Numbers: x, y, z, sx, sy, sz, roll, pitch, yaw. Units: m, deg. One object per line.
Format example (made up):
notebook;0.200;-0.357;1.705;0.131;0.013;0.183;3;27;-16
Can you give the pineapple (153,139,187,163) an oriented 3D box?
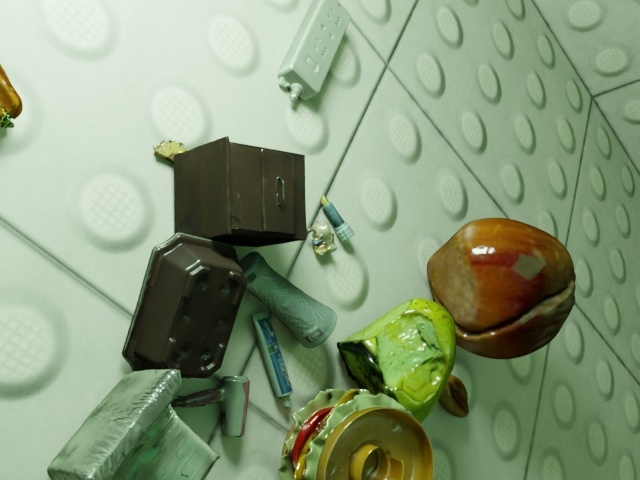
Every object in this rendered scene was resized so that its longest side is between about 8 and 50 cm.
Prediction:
pineapple;-0.272;-0.165;1.212;0.083;0.019;0.045;24;68;-39

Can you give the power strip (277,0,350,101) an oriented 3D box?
power strip;-0.014;-0.452;1.519;0.098;0.058;0.338;40;54;-30

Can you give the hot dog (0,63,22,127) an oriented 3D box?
hot dog;-0.513;-0.249;0.969;0.072;0.055;0.188;-36;105;-41

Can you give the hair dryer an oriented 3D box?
hair dryer;-0.200;0.289;1.145;0.154;0.054;0.106;12;74;-32

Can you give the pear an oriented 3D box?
pear;0.203;0.262;1.398;0.255;0.164;0.238;-28;88;-25

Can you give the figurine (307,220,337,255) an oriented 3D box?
figurine;0.000;0.000;1.423;0.050;0.047;0.083;-36;112;-29

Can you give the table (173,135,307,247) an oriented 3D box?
table;-0.141;-0.080;1.197;0.193;0.172;0.169;5;81;-45

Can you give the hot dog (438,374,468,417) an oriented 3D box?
hot dog;0.323;0.383;1.624;0.140;0.060;0.090;49;45;-33

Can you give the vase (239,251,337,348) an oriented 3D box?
vase;-0.074;0.114;1.280;0.219;0.096;0.096;43;52;-25

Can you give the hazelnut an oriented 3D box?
hazelnut;0.448;0.113;1.617;0.372;0.372;0.315;56;19;-18

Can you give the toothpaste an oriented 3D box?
toothpaste;-0.092;0.234;1.269;0.057;0.035;0.197;-16;89;-62

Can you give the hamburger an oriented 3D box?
hamburger;0.055;0.414;1.230;0.274;0.212;0.274;2;85;-30

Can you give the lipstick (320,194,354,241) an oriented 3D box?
lipstick;0.032;-0.053;1.473;0.116;0.037;0.037;54;47;-12

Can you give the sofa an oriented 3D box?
sofa;-0.254;0.335;0.975;0.225;0.176;0.210;55;47;-19

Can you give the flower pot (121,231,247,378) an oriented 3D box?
flower pot;-0.209;0.123;1.078;0.179;0.084;0.251;15;93;-42
